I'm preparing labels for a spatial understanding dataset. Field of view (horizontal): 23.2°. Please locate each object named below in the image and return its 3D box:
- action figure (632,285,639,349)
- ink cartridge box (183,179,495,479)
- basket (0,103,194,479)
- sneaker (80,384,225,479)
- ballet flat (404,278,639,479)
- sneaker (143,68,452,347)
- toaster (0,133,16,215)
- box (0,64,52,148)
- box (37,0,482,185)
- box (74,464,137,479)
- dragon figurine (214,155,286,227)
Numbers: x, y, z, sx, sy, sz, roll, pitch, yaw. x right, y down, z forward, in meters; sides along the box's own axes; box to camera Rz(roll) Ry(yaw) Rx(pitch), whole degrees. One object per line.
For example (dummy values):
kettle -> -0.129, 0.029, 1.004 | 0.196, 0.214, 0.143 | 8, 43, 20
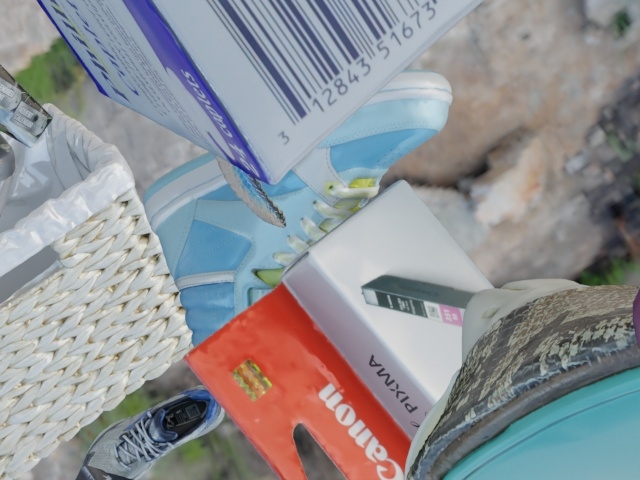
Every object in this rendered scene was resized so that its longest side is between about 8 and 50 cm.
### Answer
action figure -> 0.127, 0.069, 0.426 | 0.276, 0.248, 0.370 | 19, 84, -40
ink cartridge box -> 0.067, 0.120, 1.190 | 0.239, 0.275, 0.060 | -38, 177, -40
basket -> -0.347, 0.053, 1.824 | 0.328, 0.331, 0.266 | -35, 116, -11
sneaker -> -0.141, 0.160, 1.293 | 0.135, 0.052, 0.058 | -34, 175, -11
ballet flat -> 0.115, 0.137, 0.945 | 0.164, 0.182, 0.483 | 7, 138, -15
sneaker -> 0.000, 0.000, 1.294 | 0.319, 0.208, 0.127 | -27, 161, 37
toaster -> -0.330, -0.043, 1.151 | 0.129, 0.227, 0.146 | -14, 132, -46
box -> -0.241, -0.114, 0.968 | 0.027, 0.137, 0.094 | -57, 157, -9
box -> -0.011, -0.094, 0.418 | 0.126, 0.137, 0.072 | -42, 118, -11
box -> -0.154, 0.303, 1.233 | 0.153, 0.108, 0.207 | 20, 103, -32
dragon figurine -> -0.071, -0.153, 0.893 | 0.144, 0.289, 0.085 | -40, -179, -9
